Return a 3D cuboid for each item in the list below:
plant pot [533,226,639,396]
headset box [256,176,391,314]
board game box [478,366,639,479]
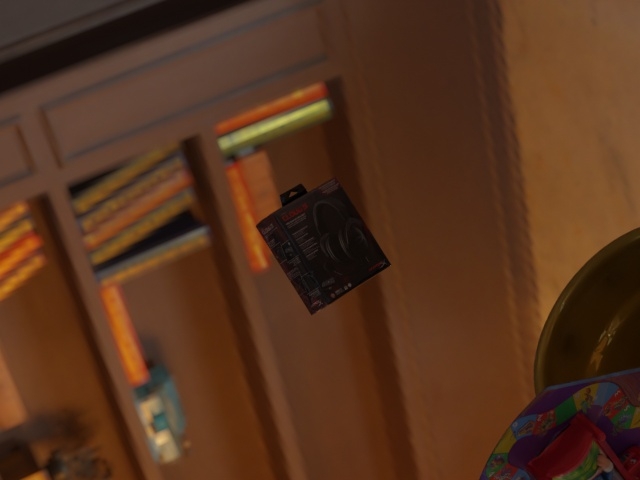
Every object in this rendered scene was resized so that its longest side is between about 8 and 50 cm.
[{"bbox_3d":[0.388,0.144,1.576,0.239,0.254,0.254,33,1,-28],"label":"plant pot"},{"bbox_3d":[0.000,0.000,1.082,0.083,0.062,0.032,59,-32,1],"label":"headset box"},{"bbox_3d":[0.167,0.143,0.918,0.033,0.168,0.133,41,-52,46],"label":"board game box"}]
